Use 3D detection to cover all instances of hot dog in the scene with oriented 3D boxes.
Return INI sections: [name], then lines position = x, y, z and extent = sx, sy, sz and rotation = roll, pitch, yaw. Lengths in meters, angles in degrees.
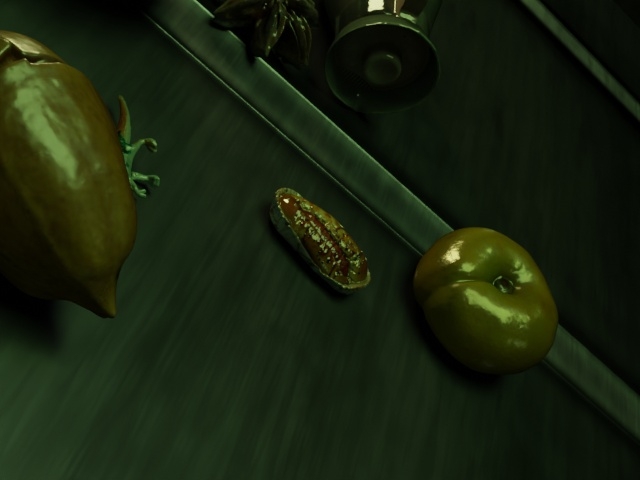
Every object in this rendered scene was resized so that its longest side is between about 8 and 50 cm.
[hot dog]
position = 0.000, 0.000, 1.555
extent = 0.192, 0.053, 0.099
rotation = 49, 28, -10

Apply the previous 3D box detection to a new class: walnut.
[walnut]
position = -0.296, -0.066, 1.117
extent = 0.336, 0.209, 0.209
rotation = 59, 32, -2

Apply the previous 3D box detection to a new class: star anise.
[star anise]
position = -0.088, -0.383, 1.795
extent = 0.229, 0.093, 0.236
rotation = 13, 45, -38

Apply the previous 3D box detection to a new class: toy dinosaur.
[toy dinosaur]
position = -0.258, -0.107, 1.352
extent = 0.106, 0.044, 0.187
rotation = -11, 68, -38

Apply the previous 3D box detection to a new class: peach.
[peach]
position = 0.259, 0.095, 1.710
extent = 0.251, 0.153, 0.251
rotation = 18, 45, -19

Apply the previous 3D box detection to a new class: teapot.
[teapot]
position = 0.122, -0.423, 1.908
extent = 0.253, 0.300, 0.344
rotation = 18, 47, -18
